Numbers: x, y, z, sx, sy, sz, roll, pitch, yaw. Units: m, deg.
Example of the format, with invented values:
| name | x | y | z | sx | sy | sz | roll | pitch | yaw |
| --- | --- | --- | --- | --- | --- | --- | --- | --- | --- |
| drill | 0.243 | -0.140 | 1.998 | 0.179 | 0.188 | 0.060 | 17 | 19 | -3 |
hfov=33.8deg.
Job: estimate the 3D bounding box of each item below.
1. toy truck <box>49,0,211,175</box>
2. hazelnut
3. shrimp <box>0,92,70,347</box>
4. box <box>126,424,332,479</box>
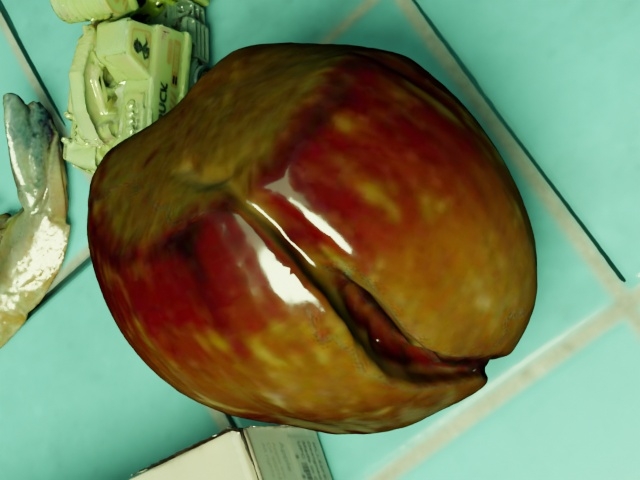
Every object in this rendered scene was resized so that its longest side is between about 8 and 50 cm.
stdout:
| name | x | y | z | sx | sy | sz | roll | pitch | yaw |
| --- | --- | --- | --- | --- | --- | --- | --- | --- | --- |
| toy truck | -0.126 | -0.128 | 0.682 | 0.085 | 0.116 | 0.191 | -5 | 80 | 24 |
| hazelnut | 0.000 | 0.000 | 0.569 | 0.234 | 0.218 | 0.218 | -8 | 77 | 44 |
| shrimp | -0.260 | -0.050 | 0.764 | 0.178 | 0.075 | 0.289 | 1 | 81 | 18 |
| box | -0.090 | 0.245 | 0.607 | 0.252 | 0.106 | 0.203 | -28 | 71 | 19 |
